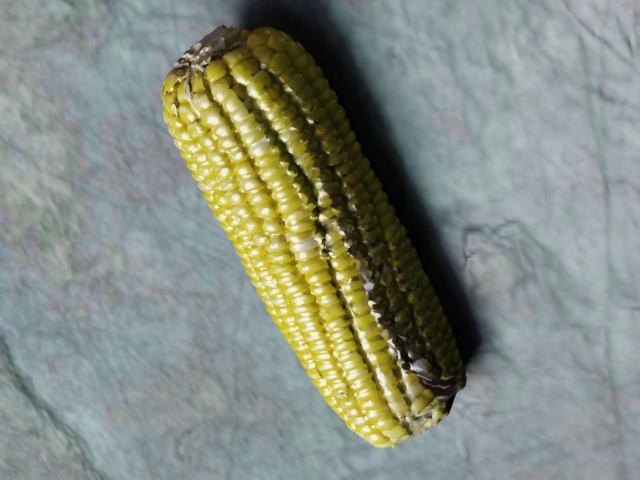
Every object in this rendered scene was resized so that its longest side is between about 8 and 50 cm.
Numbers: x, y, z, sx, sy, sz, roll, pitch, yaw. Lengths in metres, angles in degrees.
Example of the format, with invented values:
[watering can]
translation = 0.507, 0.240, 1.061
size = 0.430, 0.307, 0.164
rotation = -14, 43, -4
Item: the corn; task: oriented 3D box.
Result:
[corn]
translation = 0.000, 0.000, 0.717
size = 0.072, 0.072, 0.203
rotation = -9, 115, 44
